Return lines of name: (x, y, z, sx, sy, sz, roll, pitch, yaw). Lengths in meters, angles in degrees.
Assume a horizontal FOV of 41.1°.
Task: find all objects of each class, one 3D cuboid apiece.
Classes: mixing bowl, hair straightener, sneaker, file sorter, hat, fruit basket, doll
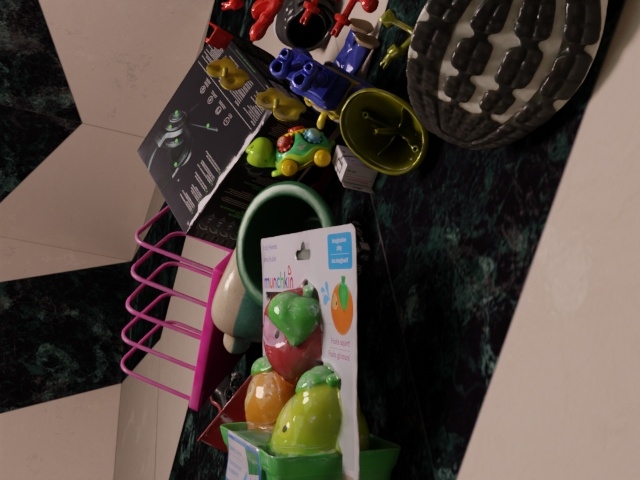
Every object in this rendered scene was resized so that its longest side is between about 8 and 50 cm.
mixing bowl: (-0.085, 0.249, 1.241, 0.181, 0.098, 0.181, -50, -2, -2)
hair straightener: (-0.182, 0.293, 1.633, 0.230, 0.047, 0.089, -118, 43, -63)
sneaker: (0.209, -0.267, 0.762, 0.182, 0.158, 0.410, -50, -14, -55)
file sorter: (-0.228, 0.102, 1.503, 0.202, 0.182, 0.291, -50, -22, -58)
hat: (0.000, 0.000, 1.244, 0.173, 0.183, 0.209, 21, 99, 32)
fruit basket: (-0.032, 0.166, 1.010, 0.327, 0.165, 0.353, 174, 90, -69)
doll: (0.032, -0.246, 1.330, 0.189, 0.046, 0.129, 119, 147, -42)
sneaker: (-0.005, -0.468, 1.510, 0.147, 0.104, 0.296, -117, 39, -56)

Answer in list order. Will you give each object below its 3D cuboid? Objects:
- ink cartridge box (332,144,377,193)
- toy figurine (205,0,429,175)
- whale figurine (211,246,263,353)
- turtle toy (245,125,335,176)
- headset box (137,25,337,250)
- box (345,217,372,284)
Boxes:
ink cartridge box: (0.049, -0.099, 1.188, 0.083, 0.048, 0.028, -110, 35, -57)
toy figurine: (0.047, -0.219, 1.157, 0.362, 0.217, 0.191, 33, 98, 25)
whale figurine: (-0.078, 0.089, 1.365, 0.272, 0.141, 0.216, 85, -153, -74)
turtle toy: (-0.042, -0.128, 1.235, 0.095, 0.130, 0.066, -120, 14, -84)
headset box: (-0.149, -0.155, 1.382, 0.283, 0.131, 0.246, -53, 46, 17)
box: (0.043, 0.019, 1.180, 0.083, 0.018, 0.067, -108, 35, -57)
